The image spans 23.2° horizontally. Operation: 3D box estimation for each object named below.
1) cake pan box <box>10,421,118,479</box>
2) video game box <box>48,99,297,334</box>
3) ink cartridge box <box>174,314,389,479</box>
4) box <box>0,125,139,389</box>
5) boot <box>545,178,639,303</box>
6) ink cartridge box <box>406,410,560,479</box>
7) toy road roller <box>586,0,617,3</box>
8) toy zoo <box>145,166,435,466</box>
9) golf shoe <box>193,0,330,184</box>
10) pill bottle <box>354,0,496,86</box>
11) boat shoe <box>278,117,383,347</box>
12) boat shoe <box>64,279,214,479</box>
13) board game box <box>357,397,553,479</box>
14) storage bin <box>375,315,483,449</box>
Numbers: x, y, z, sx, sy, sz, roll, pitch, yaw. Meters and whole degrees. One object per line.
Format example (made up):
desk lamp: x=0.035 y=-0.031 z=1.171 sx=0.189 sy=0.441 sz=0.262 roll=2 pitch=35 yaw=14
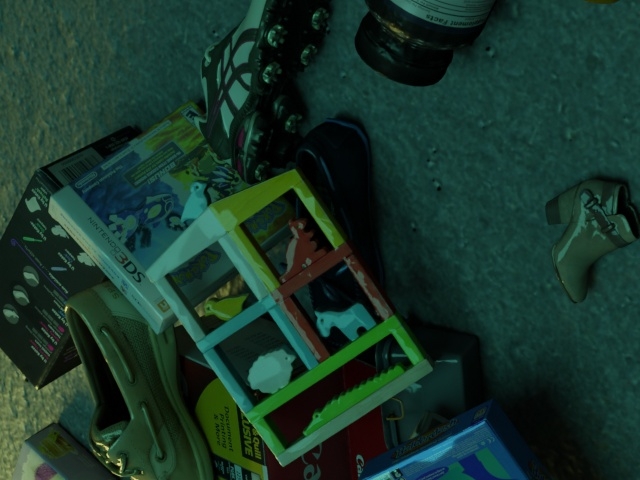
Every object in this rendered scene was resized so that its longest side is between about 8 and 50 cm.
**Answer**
cake pan box: x=-0.332 y=0.418 z=2.140 sx=0.246 sy=0.070 sz=0.267 roll=42 pitch=131 yaw=18
video game box: x=-0.157 y=-0.029 z=1.691 sx=0.187 sy=0.205 sz=0.048 roll=47 pitch=154 yaw=9
ink cartridge box: x=-0.050 y=0.262 z=1.761 sx=0.272 sy=0.130 sz=0.309 roll=18 pitch=121 yaw=46
box: x=-0.279 y=0.022 z=1.838 sx=0.143 sy=0.165 sz=0.270 roll=46 pitch=131 yaw=12
boot: x=0.263 y=0.000 z=1.479 sx=0.087 sy=0.042 sz=0.118 roll=-9 pitch=105 yaw=39
ink cartridge box: x=0.176 y=0.337 z=1.626 sx=0.275 sy=0.060 sz=0.239 roll=28 pitch=118 yaw=4
toy road roller: x=0.170 y=-0.358 z=1.206 sx=0.202 sy=0.240 sz=0.329 roll=-49 pitch=57 yaw=42
toy zoo: x=-0.044 y=0.060 z=1.591 sx=0.192 sy=0.030 sz=0.293 roll=-33 pitch=93 yaw=11
golf shoe: x=-0.072 y=-0.190 z=1.615 sx=0.120 sy=0.105 sz=0.273 roll=34 pitch=128 yaw=26
pill bottle: x=0.111 y=-0.254 z=1.423 sx=0.123 sy=0.123 sz=0.219 roll=39 pitch=130 yaw=17
boat shoe: x=0.000 y=0.000 z=1.656 sx=0.109 sy=0.089 sz=0.258 roll=6 pitch=115 yaw=37
boat shoe: x=-0.207 y=0.207 z=1.727 sx=0.121 sy=0.110 sz=0.341 roll=2 pitch=109 yaw=53
board game box: x=0.161 y=0.278 z=1.542 sx=0.160 sy=0.047 sz=0.210 roll=-30 pitch=101 yaw=27
storage bin: x=0.117 y=0.156 z=1.642 sx=0.091 sy=0.098 sz=0.135 roll=3 pitch=113 yaw=27
